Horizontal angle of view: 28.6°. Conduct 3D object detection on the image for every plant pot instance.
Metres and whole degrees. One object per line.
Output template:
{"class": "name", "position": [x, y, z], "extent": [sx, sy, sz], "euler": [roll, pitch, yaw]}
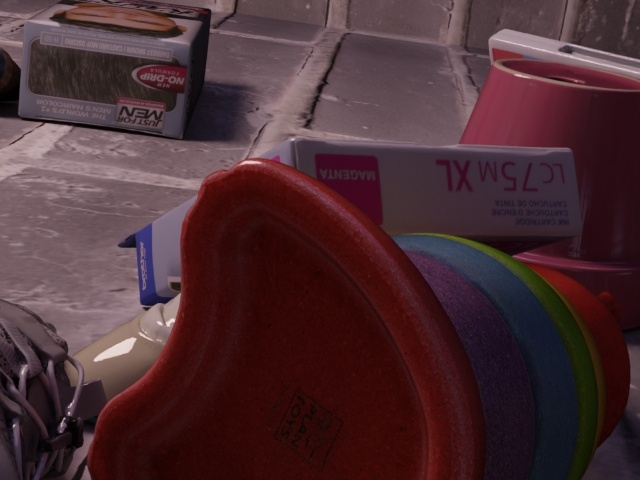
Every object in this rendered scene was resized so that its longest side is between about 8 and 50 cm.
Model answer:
{"class": "plant pot", "position": [0.185, -0.044, 0.997], "extent": [0.201, 0.180, 0.201], "euler": [8, 17, -2]}

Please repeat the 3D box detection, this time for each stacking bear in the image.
{"class": "stacking bear", "position": [0.061, 0.069, 0.600], "extent": [0.164, 0.175, 0.289], "euler": [33, 18, 27]}

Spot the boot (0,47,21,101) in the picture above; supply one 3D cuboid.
{"class": "boot", "position": [-0.439, -0.187, 1.431], "extent": [0.219, 0.082, 0.106], "euler": [7, -7, 12]}

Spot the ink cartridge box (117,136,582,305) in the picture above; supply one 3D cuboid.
{"class": "ink cartridge box", "position": [0.000, 0.000, 0.813], "extent": [0.186, 0.065, 0.311], "euler": [0, -9, -27]}

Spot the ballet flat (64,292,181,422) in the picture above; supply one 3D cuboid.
{"class": "ballet flat", "position": [-0.030, 0.054, 0.723], "extent": [0.248, 0.086, 0.086], "euler": [1, 17, -25]}

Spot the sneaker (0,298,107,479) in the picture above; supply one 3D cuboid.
{"class": "sneaker", "position": [-0.148, 0.072, 0.562], "extent": [0.115, 0.105, 0.281], "euler": [2, 16, -21]}

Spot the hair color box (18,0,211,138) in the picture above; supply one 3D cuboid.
{"class": "hair color box", "position": [-0.241, -0.227, 1.547], "extent": [0.185, 0.113, 0.374], "euler": [7, 16, -4]}

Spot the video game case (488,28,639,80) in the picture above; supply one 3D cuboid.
{"class": "video game case", "position": [0.269, -0.062, 1.076], "extent": [0.025, 0.204, 0.285], "euler": [-33, 37, -29]}
